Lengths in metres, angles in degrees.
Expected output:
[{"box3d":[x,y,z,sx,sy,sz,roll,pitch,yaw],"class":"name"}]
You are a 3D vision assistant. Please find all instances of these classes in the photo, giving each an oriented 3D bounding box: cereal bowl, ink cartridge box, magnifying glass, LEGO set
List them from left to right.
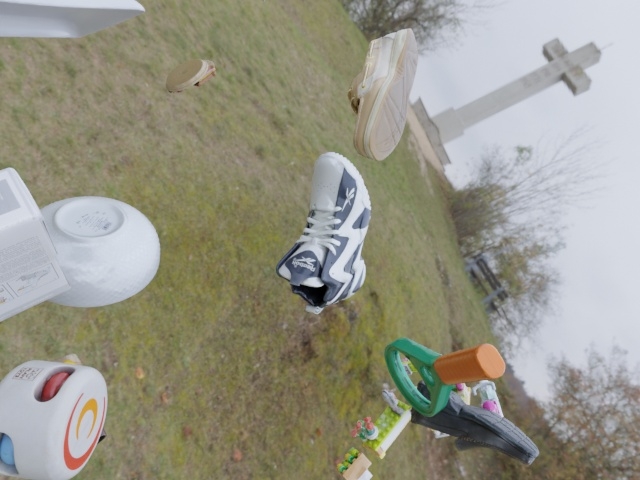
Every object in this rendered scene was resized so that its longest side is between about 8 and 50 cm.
[{"box3d":[-0.435,0.059,0.530,0.066,0.296,0.261,58,-27,7],"class":"ink cartridge box"},{"box3d":[-0.570,-0.004,1.255,0.339,0.338,0.141,-103,-155,-49],"class":"cereal bowl"},{"box3d":[0.135,0.270,0.807,0.107,0.286,0.132,59,10,-29],"class":"LEGO set"},{"box3d":[0.120,0.135,0.519,0.092,0.026,0.231,60,-17,12],"class":"magnifying glass"}]

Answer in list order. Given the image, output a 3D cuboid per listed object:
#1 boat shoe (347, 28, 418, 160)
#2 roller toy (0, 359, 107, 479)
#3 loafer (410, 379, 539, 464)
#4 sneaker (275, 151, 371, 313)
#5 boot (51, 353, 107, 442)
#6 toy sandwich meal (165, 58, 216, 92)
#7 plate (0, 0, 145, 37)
[{"box3d":[0.059,-0.153,0.536,0.063,0.059,0.170,58,44,-48],"class":"boat shoe"},{"box3d":[-0.480,0.308,0.882,0.191,0.146,0.210,94,4,-68],"class":"roller toy"},{"box3d":[0.197,0.249,0.665,0.170,0.061,0.062,22,3,39],"class":"loafer"},{"box3d":[0.000,0.000,0.737,0.153,0.094,0.235,-37,135,-53],"class":"sneaker"},{"box3d":[-0.597,0.383,1.077,0.207,0.248,0.090,61,-4,21],"class":"boot"},{"box3d":[-0.209,-0.261,0.812,0.029,0.085,0.086,59,11,-47],"class":"toy sandwich meal"},{"box3d":[-0.458,-0.354,0.772,0.278,0.277,0.045,-19,110,-43],"class":"plate"}]
